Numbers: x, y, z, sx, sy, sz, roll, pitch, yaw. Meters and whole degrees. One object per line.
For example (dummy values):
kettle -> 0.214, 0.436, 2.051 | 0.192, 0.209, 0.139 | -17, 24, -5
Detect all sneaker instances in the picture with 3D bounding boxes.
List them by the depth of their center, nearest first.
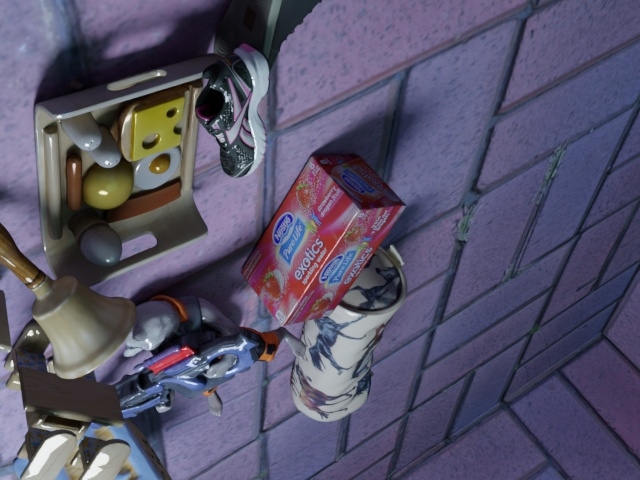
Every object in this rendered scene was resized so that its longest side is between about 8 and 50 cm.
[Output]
sneaker -> -0.111, -0.144, 1.115 | 0.077, 0.072, 0.178 | -25, 141, -28
sneaker -> -0.044, -0.261, 1.131 | 0.118, 0.083, 0.222 | -24, 153, -39

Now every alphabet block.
alphabet block -> -0.363, 0.414, 1.630 | 0.193, 0.192, 0.197 | -33, 152, -10

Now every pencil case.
pencil case -> 0.051, 0.175, 1.840 | 0.183, 0.160, 0.410 | -35, 155, -33

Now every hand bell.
hand bell -> -0.338, 0.038, 1.130 | 0.126, 0.126, 0.242 | -39, 120, -3

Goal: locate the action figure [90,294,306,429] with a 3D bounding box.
action figure -> -0.223, 0.183, 1.550 | 0.341, 0.179, 0.330 | -24, 150, 16

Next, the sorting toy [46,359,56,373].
sorting toy -> -0.385, 0.196, 1.460 | 0.062, 0.012, 0.083 | -28, 148, -33

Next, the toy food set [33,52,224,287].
toy food set -> -0.220, -0.076, 1.170 | 0.219, 0.092, 0.306 | -24, 150, -30

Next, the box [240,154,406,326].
box -> 0.000, 0.000, 1.536 | 0.122, 0.128, 0.257 | -7, 138, -48

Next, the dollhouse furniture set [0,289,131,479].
dollhouse furniture set -> -0.360, 0.177, 1.252 | 0.242, 0.212, 0.161 | 19, 116, -34
